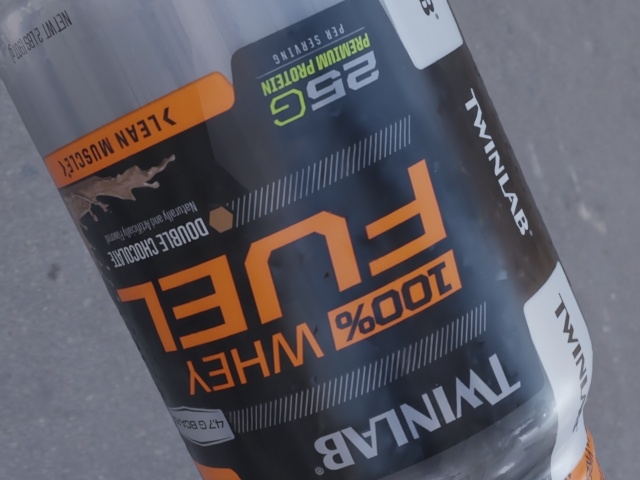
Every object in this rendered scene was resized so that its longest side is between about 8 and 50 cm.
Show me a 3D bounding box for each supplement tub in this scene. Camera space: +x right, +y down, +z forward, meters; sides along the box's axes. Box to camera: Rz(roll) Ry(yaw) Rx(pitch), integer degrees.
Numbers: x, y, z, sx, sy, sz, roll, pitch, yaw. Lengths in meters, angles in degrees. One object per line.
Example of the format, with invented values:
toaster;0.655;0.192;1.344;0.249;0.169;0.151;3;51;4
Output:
supplement tub;0.000;0.000;0.550;0.207;0.207;0.338;-35;103;-47
